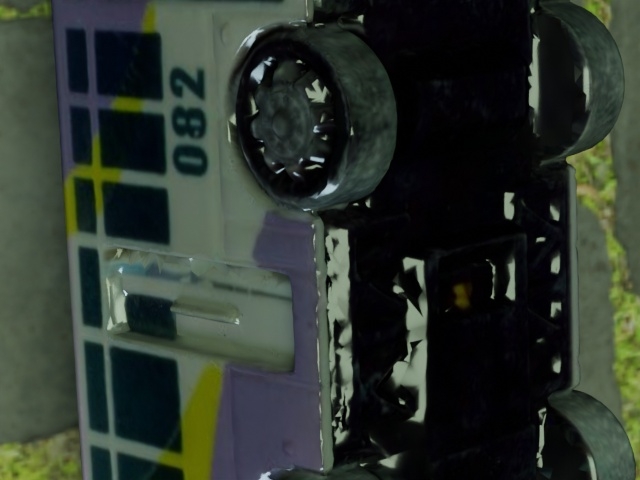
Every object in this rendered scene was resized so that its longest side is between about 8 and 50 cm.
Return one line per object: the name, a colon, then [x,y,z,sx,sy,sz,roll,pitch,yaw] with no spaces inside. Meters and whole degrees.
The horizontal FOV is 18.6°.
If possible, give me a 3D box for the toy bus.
toy bus: [0.000,0.000,0.997,0.209,0.249,0.440,-13,105,-43]
